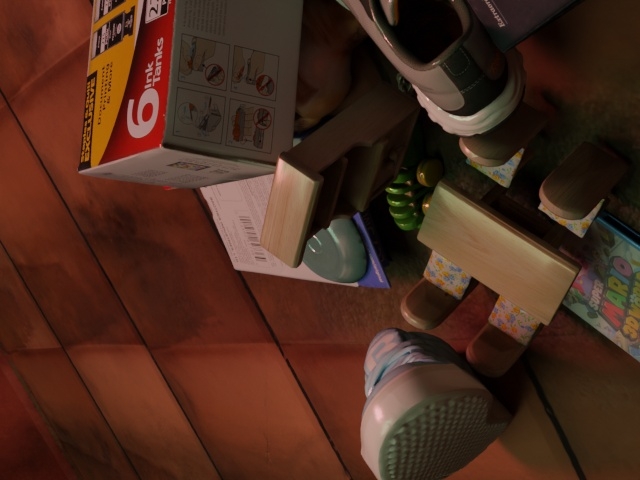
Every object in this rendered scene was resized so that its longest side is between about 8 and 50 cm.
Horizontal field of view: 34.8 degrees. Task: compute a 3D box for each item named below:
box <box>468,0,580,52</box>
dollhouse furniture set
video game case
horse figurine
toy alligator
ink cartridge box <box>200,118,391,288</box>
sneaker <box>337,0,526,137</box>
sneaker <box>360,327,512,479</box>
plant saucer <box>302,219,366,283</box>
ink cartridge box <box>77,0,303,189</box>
[{"bbox_3d":[0.166,-0.244,0.661,0.153,0.108,0.207,57,150,-2],"label":"box"},{"bbox_3d":[0.096,-0.007,0.871,0.242,0.161,0.212,35,139,18],"label":"dollhouse furniture set"},{"bbox_3d":[0.263,0.042,0.889,0.166,0.015,0.119,40,146,26],"label":"video game case"},{"bbox_3d":[-0.017,-0.197,1.013,0.174,0.066,0.263,46,143,23],"label":"horse figurine"},{"bbox_3d":[0.083,-0.074,1.001,0.056,0.051,0.190,22,135,44],"label":"toy alligator"},{"bbox_3d":[-0.033,-0.045,1.186,0.311,0.065,0.186,7,124,55],"label":"ink cartridge box"},{"bbox_3d":[0.061,-0.204,0.797,0.271,0.100,0.108,56,-168,30],"label":"sneaker"},{"bbox_3d":[0.084,0.153,1.009,0.150,0.135,0.366,45,180,21],"label":"sneaker"},{"bbox_3d":[0.000,0.000,1.102,0.119,0.021,0.119,36,145,31],"label":"plant saucer"},{"bbox_3d":[-0.136,-0.211,0.962,0.272,0.130,0.310,-6,79,57],"label":"ink cartridge box"}]
